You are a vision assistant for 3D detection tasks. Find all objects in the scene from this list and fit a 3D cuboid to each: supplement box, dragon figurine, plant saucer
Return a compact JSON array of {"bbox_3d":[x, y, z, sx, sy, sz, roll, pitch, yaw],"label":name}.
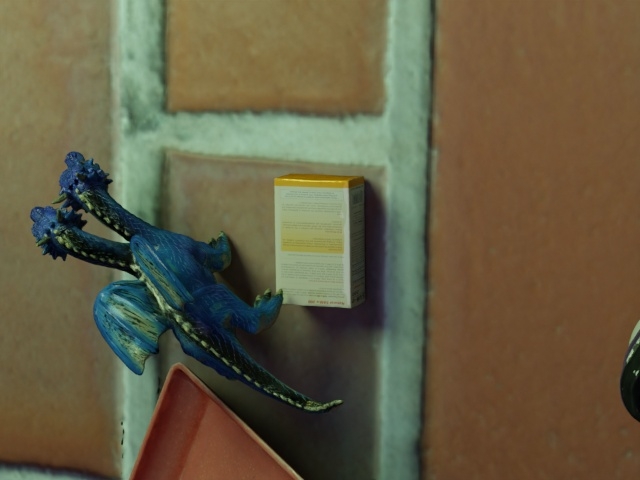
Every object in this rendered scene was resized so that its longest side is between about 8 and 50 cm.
[{"bbox_3d":[0.000,0.000,1.198,0.062,0.036,0.098,3,100,21],"label":"supplement box"},{"bbox_3d":[-0.110,0.046,1.165,0.085,0.144,0.289,-55,50,21],"label":"dragon figurine"},{"bbox_3d":[-0.072,0.265,1.214,0.258,0.048,0.259,37,113,44],"label":"plant saucer"}]

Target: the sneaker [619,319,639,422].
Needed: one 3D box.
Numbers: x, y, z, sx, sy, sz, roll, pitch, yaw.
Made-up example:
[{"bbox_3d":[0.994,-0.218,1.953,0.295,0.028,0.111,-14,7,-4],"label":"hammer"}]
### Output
[{"bbox_3d":[0.310,0.023,1.034,0.107,0.124,0.283,42,110,10],"label":"sneaker"}]
